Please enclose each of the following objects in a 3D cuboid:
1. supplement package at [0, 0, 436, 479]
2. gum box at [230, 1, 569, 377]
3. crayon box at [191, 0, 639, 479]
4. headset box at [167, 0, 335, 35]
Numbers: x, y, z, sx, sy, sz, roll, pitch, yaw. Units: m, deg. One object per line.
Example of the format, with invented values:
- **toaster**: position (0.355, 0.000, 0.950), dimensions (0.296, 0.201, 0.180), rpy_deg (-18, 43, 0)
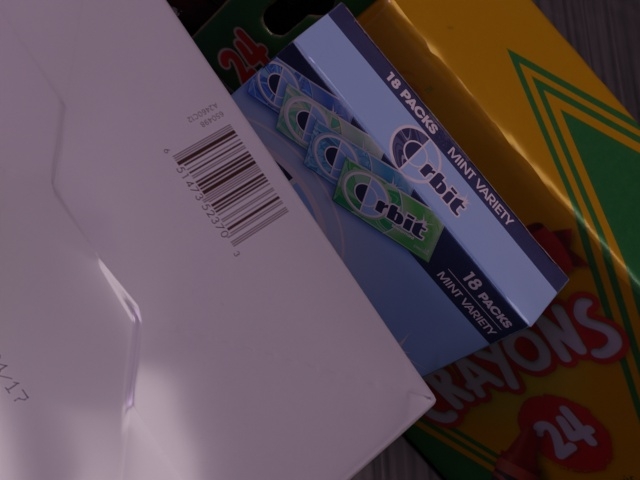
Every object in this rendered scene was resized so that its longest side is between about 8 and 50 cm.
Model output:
- **supplement package**: position (-0.121, 0.029, 0.579), dimensions (0.204, 0.145, 0.262), rpy_deg (-34, 91, -40)
- **gum box**: position (0.000, 0.000, 0.652), dimensions (0.157, 0.184, 0.041), rpy_deg (51, 50, -5)
- **crayon box**: position (0.064, -0.009, 0.693), dimensions (0.318, 0.202, 0.081), rpy_deg (47, 50, -6)
- **headset box**: position (0.020, -0.208, 0.693), dimensions (0.218, 0.293, 0.110), rpy_deg (22, 57, -26)
